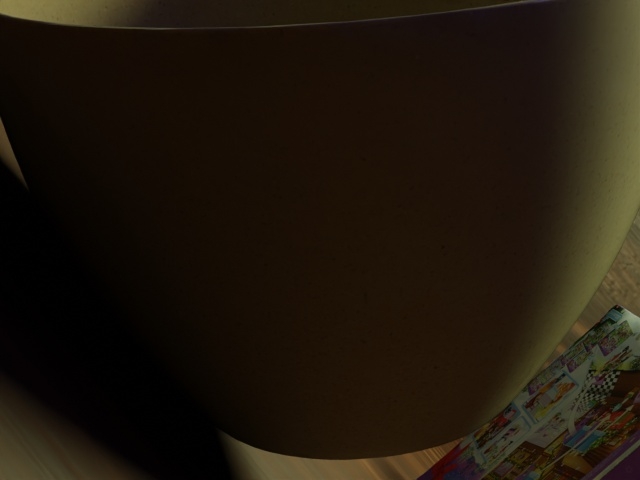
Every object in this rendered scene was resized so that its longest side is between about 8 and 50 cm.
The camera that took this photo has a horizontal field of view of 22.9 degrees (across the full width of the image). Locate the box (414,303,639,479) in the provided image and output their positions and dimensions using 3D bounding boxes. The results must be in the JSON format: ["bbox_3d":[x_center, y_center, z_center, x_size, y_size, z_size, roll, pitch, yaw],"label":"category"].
[{"bbox_3d":[0.159,0.143,1.001,0.057,0.201,0.293,49,3,-4],"label":"box"}]

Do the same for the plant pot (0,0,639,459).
[{"bbox_3d":[0.011,-0.021,0.657,0.284,0.284,0.191,-122,-153,-71],"label":"plant pot"}]
